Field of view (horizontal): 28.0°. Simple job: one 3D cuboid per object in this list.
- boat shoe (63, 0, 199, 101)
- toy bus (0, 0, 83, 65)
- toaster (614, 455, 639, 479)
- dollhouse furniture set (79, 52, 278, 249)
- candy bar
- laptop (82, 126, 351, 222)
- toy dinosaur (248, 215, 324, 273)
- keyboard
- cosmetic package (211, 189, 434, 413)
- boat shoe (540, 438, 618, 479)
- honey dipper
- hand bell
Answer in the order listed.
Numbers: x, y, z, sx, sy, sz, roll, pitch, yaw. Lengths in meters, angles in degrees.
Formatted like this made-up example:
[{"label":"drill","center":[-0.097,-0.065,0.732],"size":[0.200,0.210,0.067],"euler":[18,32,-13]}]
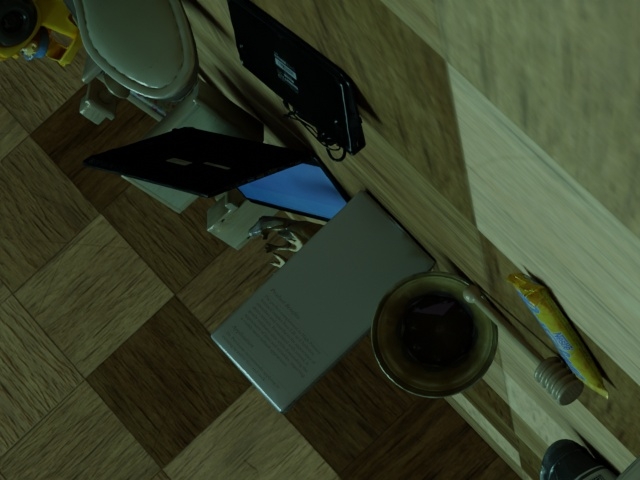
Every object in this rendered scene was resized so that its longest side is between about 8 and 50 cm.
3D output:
[{"label":"boat shoe","center":[-0.224,-0.264,1.417],"size":[0.324,0.116,0.097],"euler":[50,-177,25]},{"label":"toy bus","center":[-0.355,-0.308,1.692],"size":[0.149,0.220,0.211],"euler":[37,177,42]},{"label":"toaster","center":[0.247,0.186,0.676],"size":[0.146,0.129,0.227],"euler":[51,176,-25]},{"label":"dollhouse furniture set","center":[-0.167,-0.217,1.852],"size":[0.303,0.174,0.355],"euler":[35,-148,-28]},{"label":"candy bar","center":[0.189,0.074,1.011],"size":[0.040,0.018,0.161],"euler":[43,175,47]},{"label":"laptop","center":[-0.111,-0.055,1.576],"size":[0.234,0.264,0.137],"euler":[14,118,42]},{"label":"toy dinosaur","center":[0.000,0.000,1.536],"size":[0.211,0.112,0.064],"euler":[18,120,23]},{"label":"keyboard","center":[-0.013,-0.137,1.057],"size":[0.192,0.038,0.100],"euler":[45,153,45]},{"label":"cosmetic package","center":[0.003,0.068,1.397],"size":[0.117,0.231,0.085],"euler":[47,176,8]},{"label":"boat shoe","center":[0.328,0.342,1.601],"size":[0.105,0.113,0.306],"euler":[52,178,38]},{"label":"honey dipper","center":[0.183,0.092,1.199],"size":[0.161,0.030,0.030],"euler":[47,177,39]},{"label":"hand bell","center":[0.135,0.088,1.383],"size":[0.126,0.126,0.242],"euler":[46,-170,6]}]
